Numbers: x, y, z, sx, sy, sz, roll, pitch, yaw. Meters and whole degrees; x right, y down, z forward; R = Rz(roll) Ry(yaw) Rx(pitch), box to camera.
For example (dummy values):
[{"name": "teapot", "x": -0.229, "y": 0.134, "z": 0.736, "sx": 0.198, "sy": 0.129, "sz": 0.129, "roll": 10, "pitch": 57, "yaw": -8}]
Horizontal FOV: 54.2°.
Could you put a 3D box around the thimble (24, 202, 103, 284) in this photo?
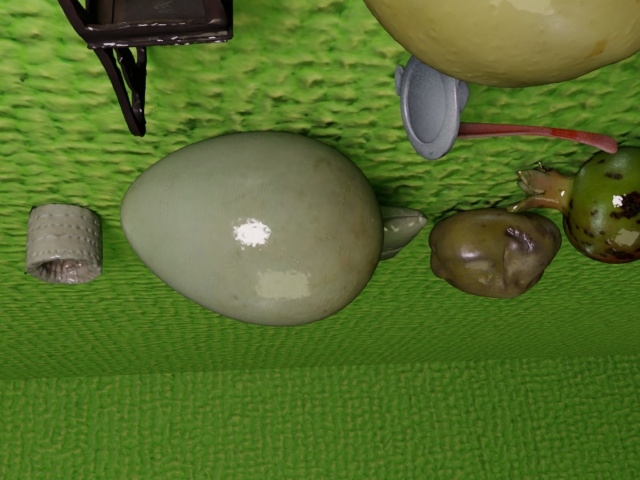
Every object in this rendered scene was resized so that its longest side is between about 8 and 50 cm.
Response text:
[{"name": "thimble", "x": -0.363, "y": 0.005, "z": 0.887, "sx": 0.102, "sy": 0.090, "sz": 0.115, "roll": 2, "pitch": 157, "yaw": -25}]

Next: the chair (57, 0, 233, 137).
[{"name": "chair", "x": -0.113, "y": -0.170, "z": 0.444, "sx": 0.113, "sy": 0.106, "sz": 0.229, "roll": -3, "pitch": 161, "yaw": 3}]

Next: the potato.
[{"name": "potato", "x": 0.269, "y": 0.016, "z": 0.980, "sx": 0.200, "sy": 0.137, "sz": 0.154, "roll": -2, "pitch": 129, "yaw": -5}]

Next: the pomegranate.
[{"name": "pomegranate", "x": 0.355, "y": -0.042, "z": 0.815, "sx": 0.220, "sy": 0.156, "sz": 0.156, "roll": -2, "pitch": 160, "yaw": 7}]

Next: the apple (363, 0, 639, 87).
[{"name": "apple", "x": 0.109, "y": -0.178, "z": 0.345, "sx": 0.200, "sy": 0.200, "sz": 0.200, "roll": -4, "pitch": 160, "yaw": -1}]

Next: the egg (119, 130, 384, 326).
[{"name": "egg", "x": -0.075, "y": -0.017, "z": 0.704, "sx": 0.295, "sy": 0.218, "sz": 0.218, "roll": 10, "pitch": 159, "yaw": -1}]

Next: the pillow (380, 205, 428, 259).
[{"name": "pillow", "x": -0.001, "y": 0.000, "z": 0.957, "sx": 0.280, "sy": 0.076, "sz": 0.274, "roll": -6, "pitch": 170, "yaw": -5}]

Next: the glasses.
[{"name": "glasses", "x": 0.222, "y": -0.159, "z": 0.569, "sx": 0.268, "sy": 0.118, "sz": 0.234, "roll": -5, "pitch": 160, "yaw": -26}]
